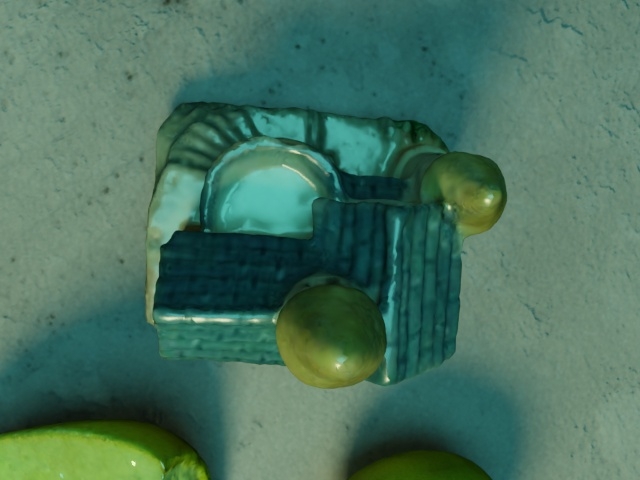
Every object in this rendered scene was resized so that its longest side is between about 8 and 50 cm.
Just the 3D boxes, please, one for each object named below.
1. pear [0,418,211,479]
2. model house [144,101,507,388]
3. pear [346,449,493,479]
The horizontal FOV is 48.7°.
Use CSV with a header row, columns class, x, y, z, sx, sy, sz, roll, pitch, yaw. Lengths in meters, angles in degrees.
class,x,y,z,sx,sy,sz,roll,pitch,yaw
pear,-0.217,0.268,0.612,0.239,0.139,0.288,7,100,9
model house,0.000,0.000,0.501,0.267,0.325,0.194,4,98,-6
pear,0.087,0.291,0.603,0.180,0.216,0.166,32,134,-28
